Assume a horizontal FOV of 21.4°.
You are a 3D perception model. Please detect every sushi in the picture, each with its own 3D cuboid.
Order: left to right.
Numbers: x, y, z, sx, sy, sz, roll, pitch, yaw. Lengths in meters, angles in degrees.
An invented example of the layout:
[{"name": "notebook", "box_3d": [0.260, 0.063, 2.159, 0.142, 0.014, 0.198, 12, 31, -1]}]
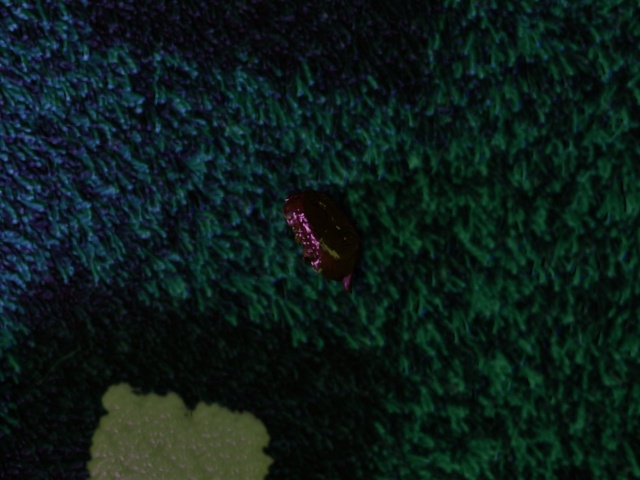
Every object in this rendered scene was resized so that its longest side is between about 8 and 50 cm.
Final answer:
[{"name": "sushi", "box_3d": [0.003, -0.001, 1.690, 0.060, 0.061, 0.118, -57, 47, 50]}]
